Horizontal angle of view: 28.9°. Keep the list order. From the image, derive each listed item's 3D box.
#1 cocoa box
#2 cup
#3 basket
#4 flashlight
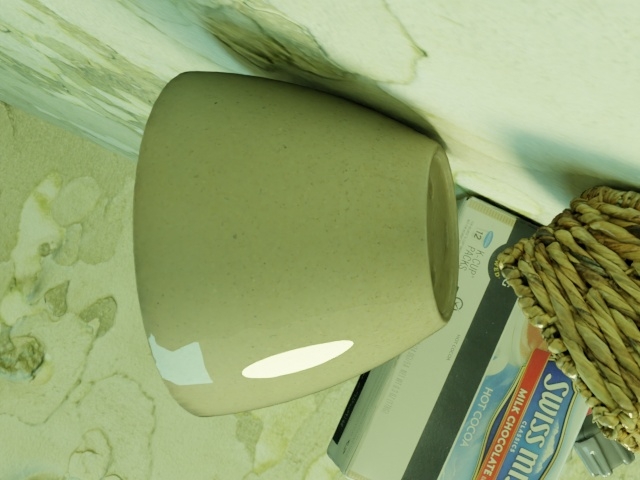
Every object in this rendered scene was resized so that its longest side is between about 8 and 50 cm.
[{"bbox_3d":[0.186,0.153,1.465,0.228,0.347,0.231,25,176,-3],"label":"cocoa box"},{"bbox_3d":[0.000,0.000,1.161,0.237,0.331,0.331,-2,169,16],"label":"cup"},{"bbox_3d":[0.309,0.044,1.073,0.213,0.223,0.299,60,-166,25],"label":"basket"},{"bbox_3d":[0.315,0.168,1.646,0.304,0.103,0.103,61,173,2],"label":"flashlight"}]
